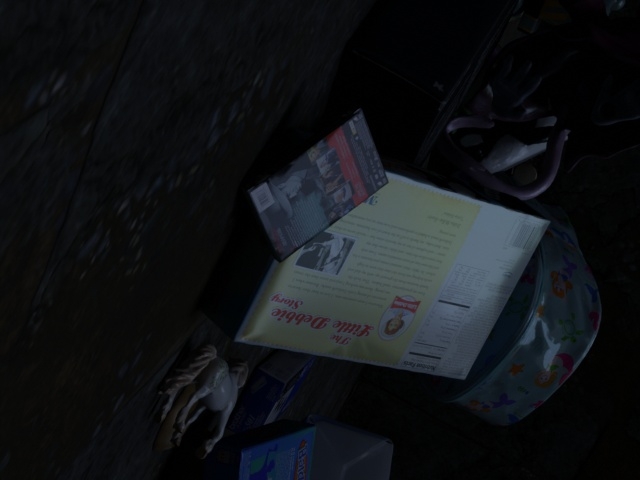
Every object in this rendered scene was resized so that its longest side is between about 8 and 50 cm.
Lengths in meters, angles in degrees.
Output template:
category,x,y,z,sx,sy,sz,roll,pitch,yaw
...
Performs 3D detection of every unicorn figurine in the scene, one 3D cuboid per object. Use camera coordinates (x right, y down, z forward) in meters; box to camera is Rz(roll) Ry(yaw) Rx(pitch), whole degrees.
category,x,y,z,sx,sy,sz,roll,pitch,yaw
unicorn figurine,-0.104,0.141,1.403,0.111,0.060,0.162,-58,173,-21

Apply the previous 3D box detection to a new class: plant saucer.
category,x,y,z,sx,sy,sz,roll,pitch,yaw
plant saucer,-0.138,0.175,1.489,0.083,0.015,0.083,-59,173,-12

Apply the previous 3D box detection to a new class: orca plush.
category,x,y,z,sx,sy,sz,roll,pitch,yaw
orca plush,0.243,-0.153,1.771,0.287,0.102,0.151,-26,177,-15

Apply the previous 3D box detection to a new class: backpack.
category,x,y,z,sx,sy,sz,roll,pitch,yaw
backpack,0.180,0.063,1.633,0.225,0.191,0.253,-49,-145,23

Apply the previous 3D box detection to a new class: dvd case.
category,x,y,z,sx,sy,sz,roll,pitch,yaw
dvd case,-0.003,-0.046,1.242,0.119,0.013,0.087,-38,134,-15

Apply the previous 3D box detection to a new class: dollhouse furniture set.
category,x,y,z,sx,sy,sz,roll,pitch,yaw
dollhouse furniture set,-0.105,0.268,1.744,0.182,0.101,0.161,-53,170,-49

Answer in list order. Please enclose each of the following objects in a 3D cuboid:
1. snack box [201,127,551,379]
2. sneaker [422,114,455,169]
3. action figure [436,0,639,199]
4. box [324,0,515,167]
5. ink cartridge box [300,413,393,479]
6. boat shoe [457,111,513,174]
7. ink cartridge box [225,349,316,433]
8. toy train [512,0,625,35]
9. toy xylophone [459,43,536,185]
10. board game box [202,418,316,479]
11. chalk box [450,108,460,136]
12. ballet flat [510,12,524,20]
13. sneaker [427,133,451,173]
category,x,y,z,sx,sy,sz,roll,pitch,yaw
snack box,0.060,0.022,1.394,0.322,0.060,0.187,14,108,-45
sneaker,0.094,-0.142,1.656,0.262,0.099,0.121,-65,171,-52
action figure,0.333,-0.176,1.665,0.276,0.248,0.370,-52,174,28
box,0.109,-0.190,1.458,0.261,0.103,0.184,-57,177,-32
ink cartridge box,-0.057,0.466,2.220,0.395,0.151,0.270,128,-22,-49
boat shoe,0.214,-0.118,2.305,0.127,0.158,0.340,-61,173,-3
ink cartridge box,-0.064,0.199,2.013,0.097,0.046,0.207,-61,174,11
toy train,0.298,-0.357,1.811,0.142,0.190,0.334,-57,172,-26
toy xylophone,0.230,-0.177,1.975,0.081,0.236,0.322,-35,178,6
board game box,-0.072,0.293,1.693,0.210,0.047,0.160,0,98,-68
chalk box,0.125,-0.028,1.923,0.289,0.179,0.180,-64,174,23
ballet flat,0.273,-0.358,2.181,0.079,0.077,0.221,-42,-175,33
sneaker,0.056,-0.040,1.776,0.271,0.100,0.108,-53,-179,-15
